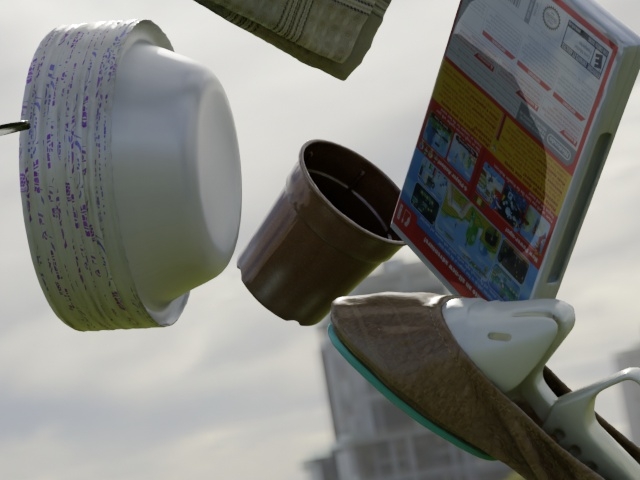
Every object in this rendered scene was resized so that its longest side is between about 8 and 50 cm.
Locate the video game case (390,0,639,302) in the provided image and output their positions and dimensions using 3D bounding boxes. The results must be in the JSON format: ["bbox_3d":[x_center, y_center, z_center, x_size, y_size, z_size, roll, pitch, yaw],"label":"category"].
[{"bbox_3d":[0.149,-0.078,1.526,0.025,0.204,0.285,-4,-55,-32],"label":"video game case"}]

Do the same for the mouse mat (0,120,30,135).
[{"bbox_3d":[-0.271,-0.055,1.172,0.190,0.007,0.152,-9,3,-7],"label":"mouse mat"}]

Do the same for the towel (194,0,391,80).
[{"bbox_3d":[0.011,-0.319,1.695,0.056,0.312,0.324,27,4,35],"label":"towel"}]

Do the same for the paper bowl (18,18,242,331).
[{"bbox_3d":[-0.162,-0.061,1.756,0.148,0.284,0.284,-3,-8,13],"label":"paper bowl"}]

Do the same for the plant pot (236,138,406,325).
[{"bbox_3d":[0.000,0.000,2.197,0.167,0.167,0.165,2,-46,-50],"label":"plant pot"}]

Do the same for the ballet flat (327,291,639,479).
[{"bbox_3d":[0.165,0.120,1.314,0.124,0.342,0.116,-53,-10,26],"label":"ballet flat"}]
